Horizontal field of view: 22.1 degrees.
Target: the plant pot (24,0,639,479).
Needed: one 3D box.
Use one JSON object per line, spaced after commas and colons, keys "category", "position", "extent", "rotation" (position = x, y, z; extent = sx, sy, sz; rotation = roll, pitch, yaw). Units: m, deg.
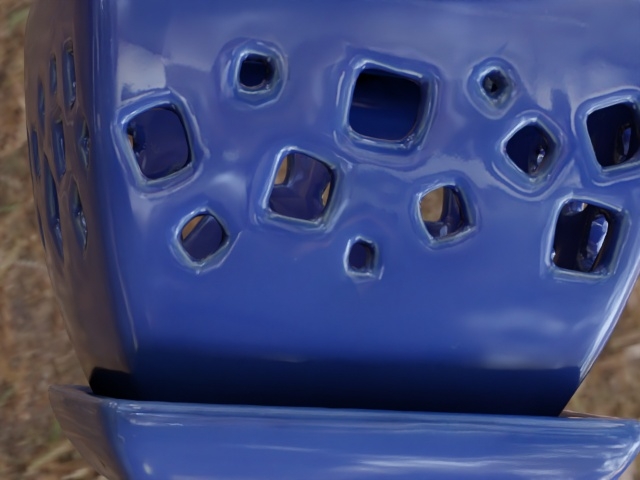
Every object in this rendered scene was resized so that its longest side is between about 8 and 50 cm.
{"category": "plant pot", "position": [0.000, 0.000, 0.670], "extent": [0.236, 0.236, 0.212], "rotation": [3, 86, -15]}
